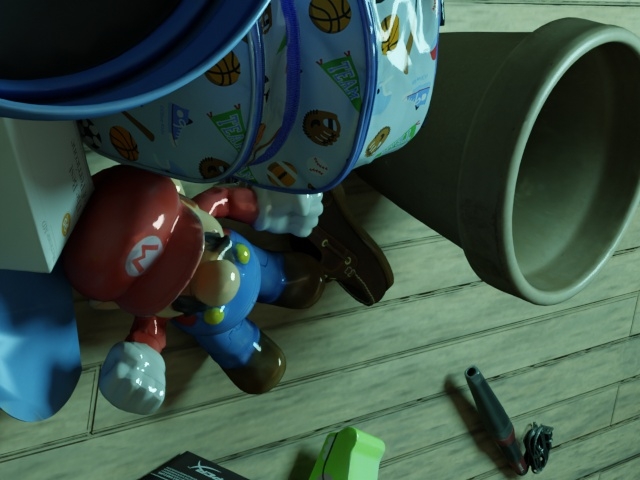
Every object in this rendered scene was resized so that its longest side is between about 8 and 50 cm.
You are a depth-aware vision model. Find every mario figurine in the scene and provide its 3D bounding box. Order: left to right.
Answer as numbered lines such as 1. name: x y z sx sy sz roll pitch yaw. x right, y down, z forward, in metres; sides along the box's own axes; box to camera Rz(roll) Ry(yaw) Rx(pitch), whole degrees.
1. mario figurine: -0.083 0.042 1.408 0.320 0.170 0.198 33 44 -62

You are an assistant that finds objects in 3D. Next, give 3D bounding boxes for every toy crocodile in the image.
1. toy crocodile: -0.017 0.346 1.708 0.115 0.105 0.341 38 74 -54

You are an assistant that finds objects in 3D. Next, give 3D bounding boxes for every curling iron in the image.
1. curling iron: 0.212 0.205 2.017 0.068 0.035 0.274 -65 146 -16

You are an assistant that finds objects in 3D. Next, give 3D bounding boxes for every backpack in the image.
1. backpack: -0.049 -0.158 1.271 0.213 0.263 0.277 -43 138 -48

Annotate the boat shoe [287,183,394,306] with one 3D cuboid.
1. boat shoe: 0.000 0.000 1.600 0.073 0.073 0.207 -54 135 -20

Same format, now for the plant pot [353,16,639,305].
1. plant pot: 0.151 -0.093 1.619 0.263 0.229 0.263 -28 127 -45

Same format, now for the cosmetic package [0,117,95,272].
1. cosmetic package: -0.221 -0.097 1.213 0.099 0.060 0.239 -67 156 -43

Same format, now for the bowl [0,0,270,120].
1. bowl: -0.187 -0.262 1.042 0.391 0.077 0.391 5 81 -33

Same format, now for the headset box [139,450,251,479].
1. headset box: -0.172 0.347 1.491 0.293 0.110 0.218 -29 128 -44

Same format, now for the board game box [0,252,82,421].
1. board game box: -0.236 0.055 1.321 0.133 0.033 0.169 -10 93 -66
